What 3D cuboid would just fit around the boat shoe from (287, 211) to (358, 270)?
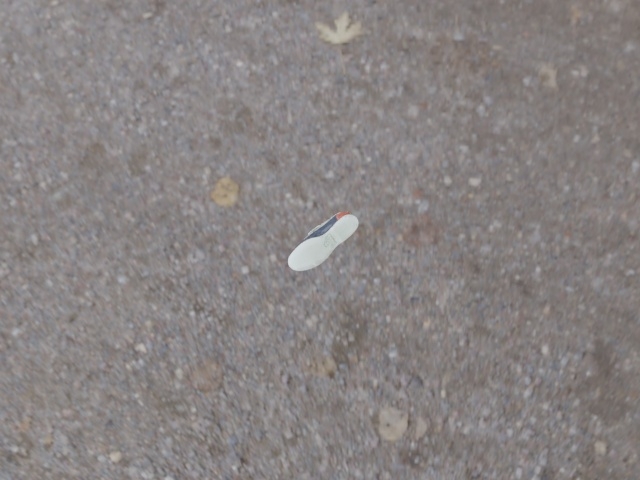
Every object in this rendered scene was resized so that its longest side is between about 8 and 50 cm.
[{"bbox_3d":[0.000,0.000,1.644,0.137,0.049,0.043,-38,26,-11],"label":"boat shoe"}]
